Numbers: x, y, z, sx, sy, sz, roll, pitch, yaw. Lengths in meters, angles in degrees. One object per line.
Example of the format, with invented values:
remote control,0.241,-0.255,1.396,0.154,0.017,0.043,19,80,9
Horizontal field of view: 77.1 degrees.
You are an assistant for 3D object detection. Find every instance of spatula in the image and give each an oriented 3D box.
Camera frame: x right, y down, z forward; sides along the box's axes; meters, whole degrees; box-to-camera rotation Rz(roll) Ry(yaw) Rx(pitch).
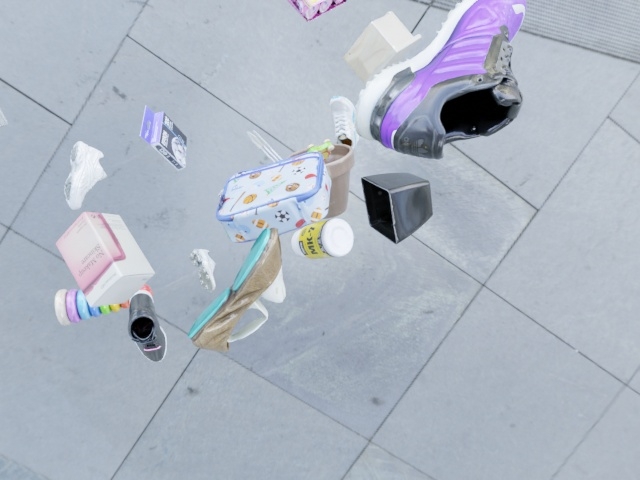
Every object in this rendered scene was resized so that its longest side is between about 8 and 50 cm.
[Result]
spatula,-0.189,-0.336,1.570,0.242,0.168,0.019,43,80,-23

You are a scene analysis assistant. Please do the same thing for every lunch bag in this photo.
lunch bag,-0.125,-0.123,1.058,0.303,0.243,0.115,-11,131,14

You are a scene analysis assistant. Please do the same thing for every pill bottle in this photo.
pill bottle,0.000,0.000,1.303,0.119,0.208,0.119,5,81,-34

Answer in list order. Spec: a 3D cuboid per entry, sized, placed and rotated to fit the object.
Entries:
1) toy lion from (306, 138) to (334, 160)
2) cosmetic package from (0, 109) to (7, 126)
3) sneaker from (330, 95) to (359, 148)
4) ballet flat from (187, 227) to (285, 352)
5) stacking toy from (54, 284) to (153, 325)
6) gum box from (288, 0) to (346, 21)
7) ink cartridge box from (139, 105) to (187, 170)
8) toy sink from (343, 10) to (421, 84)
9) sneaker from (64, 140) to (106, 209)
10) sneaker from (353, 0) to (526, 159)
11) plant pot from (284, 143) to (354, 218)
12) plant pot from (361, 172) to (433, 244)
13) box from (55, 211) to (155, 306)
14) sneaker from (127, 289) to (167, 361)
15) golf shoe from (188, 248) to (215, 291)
toy lion,-0.007,-0.261,1.226,0.100,0.096,0.034,-25,76,-32
cosmetic package,-0.443,-0.194,0.385,0.151,0.183,0.151,-28,88,-24
sneaker,0.091,-0.436,1.518,0.087,0.092,0.229,-1,138,25
ballet flat,-0.155,0.125,0.875,0.124,0.116,0.342,33,108,-18
stacking toy,-0.835,0.234,1.577,0.330,0.141,0.141,-9,99,-19
gum box,-0.010,-0.734,1.185,0.188,0.062,0.107,-41,89,-25
ink cartridge box,-0.619,-0.415,1.605,0.045,0.206,0.208,-24,141,15
toy sink,0.207,-0.648,1.337,0.131,0.153,0.234,48,49,-5
sneaker,-0.798,-0.214,1.379,0.115,0.090,0.232,14,86,-48
sneaker,0.190,-0.196,0.494,0.293,0.102,0.146,-44,57,-14
plant pot,0.009,-0.214,1.505,0.263,0.263,0.229,-13,120,-2
plant pot,0.260,-0.127,1.317,0.167,0.188,0.187,-21,118,-12
box,-0.620,0.053,1.160,0.148,0.127,0.232,-41,75,14
sneaker,-0.590,0.329,1.361,0.104,0.147,0.296,-10,118,-16
golf shoe,-0.423,0.107,1.521,0.069,0.086,0.176,-34,75,36
